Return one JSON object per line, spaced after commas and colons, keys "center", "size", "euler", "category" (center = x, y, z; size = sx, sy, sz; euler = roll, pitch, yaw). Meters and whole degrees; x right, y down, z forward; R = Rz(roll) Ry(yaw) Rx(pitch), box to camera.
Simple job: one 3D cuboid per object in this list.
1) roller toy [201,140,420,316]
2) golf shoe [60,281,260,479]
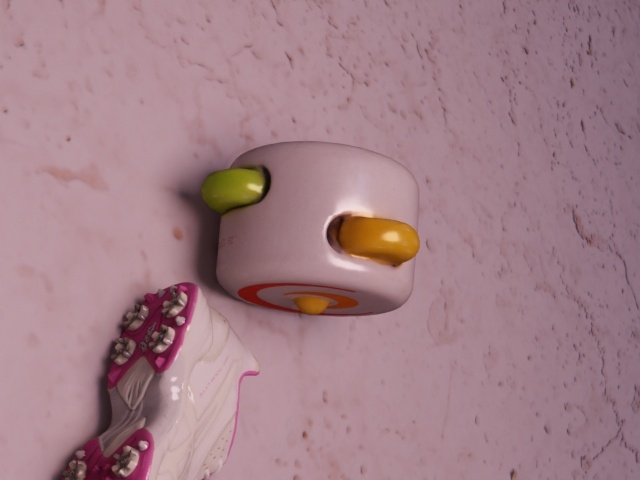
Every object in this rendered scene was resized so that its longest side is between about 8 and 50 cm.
{"center": [0.000, 0.000, 1.043], "size": [0.191, 0.209, 0.146], "euler": [51, 42, -70], "category": "roller toy"}
{"center": [-0.135, 0.190, 0.931], "size": [0.140, 0.115, 0.306], "euler": [42, 56, -36], "category": "golf shoe"}
